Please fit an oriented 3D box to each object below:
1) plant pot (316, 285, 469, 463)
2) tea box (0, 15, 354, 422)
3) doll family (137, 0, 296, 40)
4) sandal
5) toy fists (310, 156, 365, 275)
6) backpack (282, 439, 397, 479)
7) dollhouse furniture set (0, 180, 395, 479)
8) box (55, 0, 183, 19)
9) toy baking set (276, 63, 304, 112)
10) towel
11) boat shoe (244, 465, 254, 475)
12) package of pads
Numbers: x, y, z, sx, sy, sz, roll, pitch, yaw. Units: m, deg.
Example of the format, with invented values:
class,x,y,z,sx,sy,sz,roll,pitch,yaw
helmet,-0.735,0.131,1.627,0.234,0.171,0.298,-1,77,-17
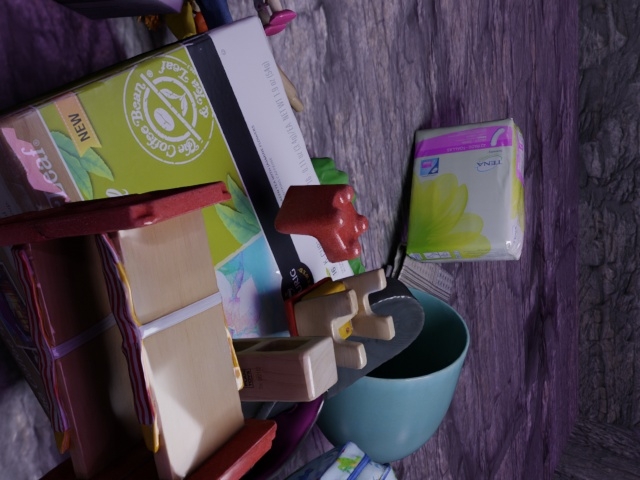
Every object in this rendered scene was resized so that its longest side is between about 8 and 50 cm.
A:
class,x,y,z,sx,sy,sz,roll,pitch,yaw
plant pot,0.104,0.249,1.269,0.293,0.293,0.235,-34,135,-48
tea box,-0.177,-0.015,0.747,0.323,0.220,0.328,-41,118,-41
doll family,-0.142,-0.285,0.836,0.118,0.263,0.163,-23,90,-28
sandal,-0.064,0.204,0.840,0.446,0.107,0.167,-35,140,4
toy fists,0.000,0.000,1.197,0.142,0.096,0.279,-18,103,-43
backpack,-0.009,0.468,1.085,0.290,0.356,0.273,-22,90,-55
dollhouse furniture set,-0.081,0.046,0.606,0.374,0.152,0.201,-25,107,-62
box,-0.251,-0.276,0.708,0.186,0.145,0.038,16,83,-57
toy baking set,-0.105,-0.188,1.058,0.256,0.030,0.196,50,57,-49
towel,0.195,0.180,1.602,0.324,0.056,0.312,31,75,-57
boat shoe,-0.139,0.335,1.130,0.065,0.075,0.206,-5,113,-12
package of pads,0.309,-0.100,1.479,0.101,0.229,0.296,33,59,-55
